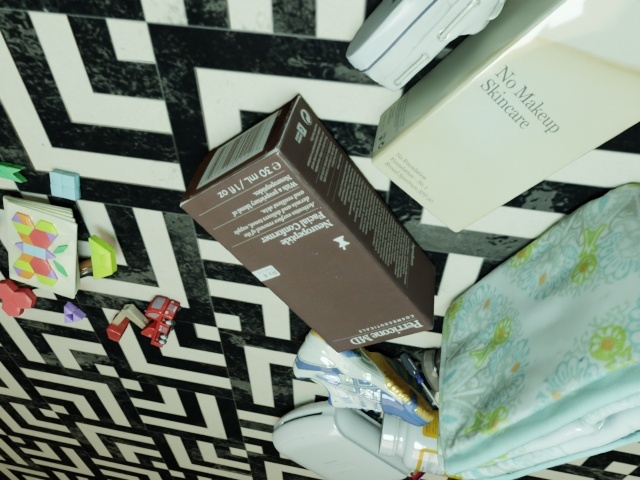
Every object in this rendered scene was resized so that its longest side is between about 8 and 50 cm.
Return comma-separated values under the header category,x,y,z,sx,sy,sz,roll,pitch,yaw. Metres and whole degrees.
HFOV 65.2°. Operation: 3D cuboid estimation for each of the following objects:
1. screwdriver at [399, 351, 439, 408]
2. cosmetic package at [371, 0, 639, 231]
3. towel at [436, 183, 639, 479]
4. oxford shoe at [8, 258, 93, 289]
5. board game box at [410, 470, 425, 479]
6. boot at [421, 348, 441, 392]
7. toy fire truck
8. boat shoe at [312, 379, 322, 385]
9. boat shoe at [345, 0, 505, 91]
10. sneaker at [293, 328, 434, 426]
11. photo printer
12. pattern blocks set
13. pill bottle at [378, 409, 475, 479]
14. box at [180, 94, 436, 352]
category,x,y,z,sx,sy,sz,roll,pitch,yaw
screwdriver,0.209,0.296,0.992,0.025,0.170,0.024,5,133,-44
cosmetic package,0.220,-0.158,0.557,0.160,0.113,0.309,35,134,-19
towel,0.296,0.130,0.674,0.090,0.321,0.374,30,135,-11
oxford shoe,-0.544,0.056,1.016,0.212,0.076,0.076,-9,91,10
board game box,0.263,0.562,1.257,0.033,0.168,0.133,45,130,25
boot,0.345,0.273,0.966,0.229,0.091,0.263,-23,122,33
toy fire truck,-0.392,0.176,1.103,0.135,0.047,0.192,25,135,-7
boat shoe,0.078,0.293,1.087,0.233,0.084,0.079,14,99,11
boat shoe,0.140,-0.248,0.503,0.088,0.096,0.267,33,135,-23
sneaker,0.083,0.289,1.001,0.296,0.112,0.131,35,104,2
photo printer,0.046,0.523,1.285,0.307,0.107,0.256,40,131,-24
pattern blocks set,-0.516,0.016,0.923,0.285,0.026,0.325,4,116,9
pill bottle,0.261,0.459,1.141,0.245,0.136,0.136,9,136,7
box,0.000,0.000,0.757,0.191,0.143,0.381,-23,126,32
